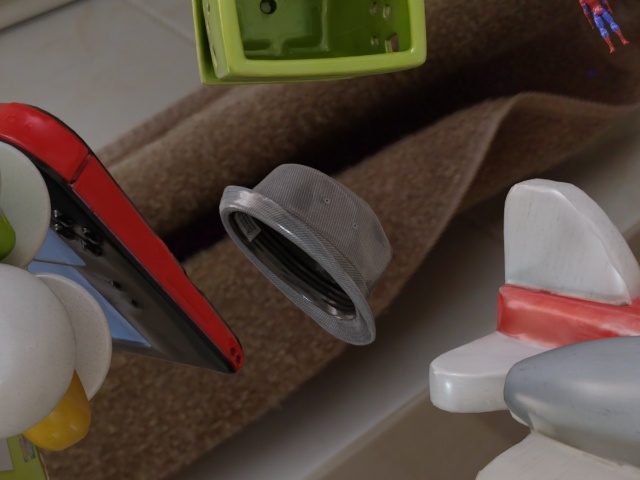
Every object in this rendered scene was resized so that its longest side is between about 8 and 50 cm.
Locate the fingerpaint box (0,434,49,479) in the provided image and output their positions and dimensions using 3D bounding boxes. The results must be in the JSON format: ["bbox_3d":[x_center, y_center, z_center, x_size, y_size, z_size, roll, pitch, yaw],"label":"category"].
[{"bbox_3d":[-0.323,0.236,1.041,0.371,0.163,0.444,105,148,-86],"label":"fingerpaint box"}]

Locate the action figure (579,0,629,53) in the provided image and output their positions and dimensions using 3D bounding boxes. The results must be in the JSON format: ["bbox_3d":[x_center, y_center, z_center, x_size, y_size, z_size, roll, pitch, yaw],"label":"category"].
[{"bbox_3d":[0.419,-0.336,1.963,0.038,0.030,0.115,-30,86,14],"label":"action figure"}]

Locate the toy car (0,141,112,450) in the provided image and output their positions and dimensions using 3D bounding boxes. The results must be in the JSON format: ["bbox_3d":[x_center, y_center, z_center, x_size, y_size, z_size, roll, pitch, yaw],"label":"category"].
[{"bbox_3d":[-0.186,0.028,0.611,0.159,0.136,0.182,82,163,-85],"label":"toy car"}]

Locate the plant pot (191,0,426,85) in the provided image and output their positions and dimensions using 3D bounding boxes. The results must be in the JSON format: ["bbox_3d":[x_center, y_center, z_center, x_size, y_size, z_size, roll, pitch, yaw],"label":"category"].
[{"bbox_3d":[-0.032,-0.281,1.459,0.207,0.228,0.227,174,91,-71],"label":"plant pot"}]

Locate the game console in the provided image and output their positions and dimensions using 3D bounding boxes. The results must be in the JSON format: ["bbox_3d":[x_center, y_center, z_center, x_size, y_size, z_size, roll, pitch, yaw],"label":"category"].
[{"bbox_3d":[-0.289,0.001,1.273,0.387,0.060,0.342,7,141,43],"label":"game console"}]

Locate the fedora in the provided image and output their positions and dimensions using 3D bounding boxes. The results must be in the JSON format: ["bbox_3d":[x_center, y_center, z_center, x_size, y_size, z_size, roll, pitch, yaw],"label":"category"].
[{"bbox_3d":[0.000,0.000,1.724,0.275,0.124,0.244,42,162,-2],"label":"fedora"}]

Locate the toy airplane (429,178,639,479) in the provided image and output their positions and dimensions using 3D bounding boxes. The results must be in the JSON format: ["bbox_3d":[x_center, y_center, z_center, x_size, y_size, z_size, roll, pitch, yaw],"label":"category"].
[{"bbox_3d":[0.248,0.054,0.659,0.385,0.386,0.272,10,119,-6],"label":"toy airplane"}]
